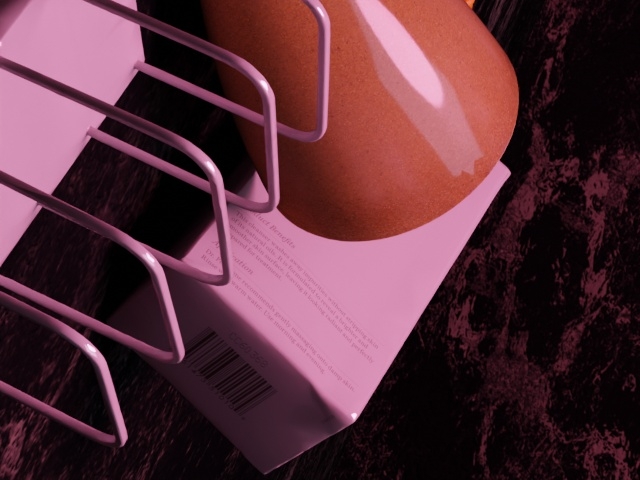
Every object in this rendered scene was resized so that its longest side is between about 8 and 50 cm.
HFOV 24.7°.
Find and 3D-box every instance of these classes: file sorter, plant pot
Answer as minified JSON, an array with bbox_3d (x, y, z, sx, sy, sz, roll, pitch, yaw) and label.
[{"bbox_3d":[-0.133,-0.038,0.912,0.277,0.173,0.193,-59,167,-24],"label":"file sorter"},{"bbox_3d":[0.009,-0.163,1.163,0.237,0.237,0.254,-61,144,-18],"label":"plant pot"}]

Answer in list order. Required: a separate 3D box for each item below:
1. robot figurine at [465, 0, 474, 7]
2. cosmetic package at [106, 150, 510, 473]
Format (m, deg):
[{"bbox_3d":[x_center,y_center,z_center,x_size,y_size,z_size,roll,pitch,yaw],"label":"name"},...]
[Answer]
[{"bbox_3d":[0.165,-0.385,1.523,0.291,0.085,0.211,-61,-147,20],"label":"robot figurine"},{"bbox_3d":[0.000,0.000,1.394,0.156,0.217,0.385,-37,-169,46],"label":"cosmetic package"}]
